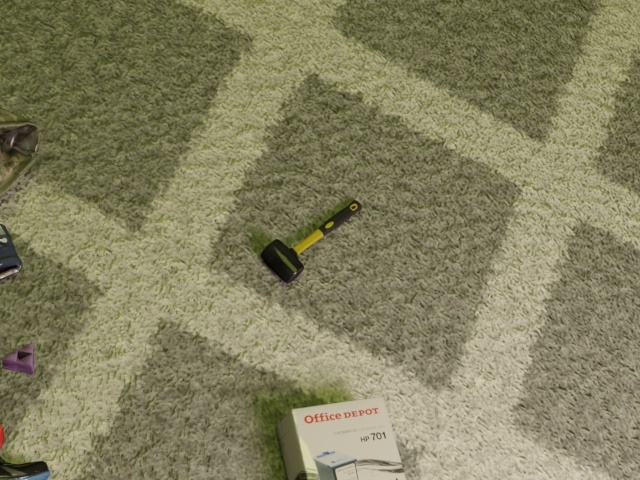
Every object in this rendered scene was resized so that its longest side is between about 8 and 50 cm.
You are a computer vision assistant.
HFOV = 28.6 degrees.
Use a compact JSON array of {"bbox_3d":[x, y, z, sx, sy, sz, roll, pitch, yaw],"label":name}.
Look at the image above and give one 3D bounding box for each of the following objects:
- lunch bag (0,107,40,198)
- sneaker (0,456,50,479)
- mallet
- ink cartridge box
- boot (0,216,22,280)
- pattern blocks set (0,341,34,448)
[{"bbox_3d":[-0.533,-0.127,1.637,0.235,0.169,0.287,22,24,12],"label":"lunch bag"},{"bbox_3d":[-0.428,0.271,1.552,0.188,0.067,0.078,9,67,-10],"label":"sneaker"},{"bbox_3d":[0.000,0.000,1.852,0.189,0.039,0.062,-29,75,-32],"label":"mallet"},{"bbox_3d":[0.034,0.315,1.670,0.139,0.082,0.191,-6,67,-21],"label":"ink cartridge box"},{"bbox_3d":[-0.492,0.029,1.654,0.190,0.069,0.086,-21,66,-27],"label":"boot"},{"bbox_3d":[-0.506,0.150,1.512,0.324,0.026,0.285,2,37,6],"label":"pattern blocks set"}]
